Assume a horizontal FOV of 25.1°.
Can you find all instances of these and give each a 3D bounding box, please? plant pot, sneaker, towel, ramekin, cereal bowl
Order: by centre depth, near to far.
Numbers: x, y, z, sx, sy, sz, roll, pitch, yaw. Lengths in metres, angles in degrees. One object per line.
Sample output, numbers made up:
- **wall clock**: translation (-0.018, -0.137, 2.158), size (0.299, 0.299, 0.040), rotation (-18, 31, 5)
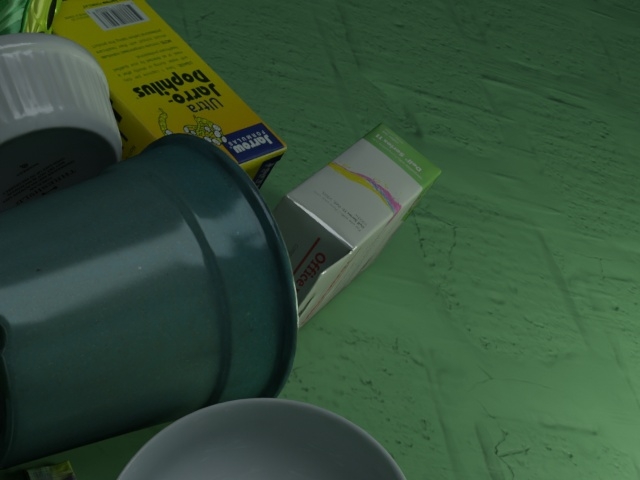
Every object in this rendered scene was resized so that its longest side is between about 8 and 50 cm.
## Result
- **cereal bowl**: translation (-0.061, 0.342, 1.515), size (0.339, 0.141, 0.339), rotation (-1, 57, 2)
- **towel**: translation (-0.286, 0.280, 1.575), size (0.060, 0.009, 0.083), rotation (-4, 51, -39)
- **plant pot**: translation (-0.257, 0.081, 1.579), size (0.334, 0.341, 0.341), rotation (-18, 60, -38)
- **ramekin**: translation (-0.361, -0.108, 1.705), size (0.273, 0.273, 0.127), rotation (-3, 50, -39)
- **sneaker**: translation (-0.383, -0.314, 1.786), size (0.123, 0.109, 0.295), rotation (11, 62, -1)

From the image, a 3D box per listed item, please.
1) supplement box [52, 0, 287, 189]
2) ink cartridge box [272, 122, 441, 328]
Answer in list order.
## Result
- **supplement box**: translation (-0.256, -0.157, 1.926), size (0.356, 0.194, 0.195), rotation (45, 38, 16)
- **ink cartridge box**: translation (0.000, 0.000, 1.934), size (0.119, 0.207, 0.353), rotation (41, 37, 7)
